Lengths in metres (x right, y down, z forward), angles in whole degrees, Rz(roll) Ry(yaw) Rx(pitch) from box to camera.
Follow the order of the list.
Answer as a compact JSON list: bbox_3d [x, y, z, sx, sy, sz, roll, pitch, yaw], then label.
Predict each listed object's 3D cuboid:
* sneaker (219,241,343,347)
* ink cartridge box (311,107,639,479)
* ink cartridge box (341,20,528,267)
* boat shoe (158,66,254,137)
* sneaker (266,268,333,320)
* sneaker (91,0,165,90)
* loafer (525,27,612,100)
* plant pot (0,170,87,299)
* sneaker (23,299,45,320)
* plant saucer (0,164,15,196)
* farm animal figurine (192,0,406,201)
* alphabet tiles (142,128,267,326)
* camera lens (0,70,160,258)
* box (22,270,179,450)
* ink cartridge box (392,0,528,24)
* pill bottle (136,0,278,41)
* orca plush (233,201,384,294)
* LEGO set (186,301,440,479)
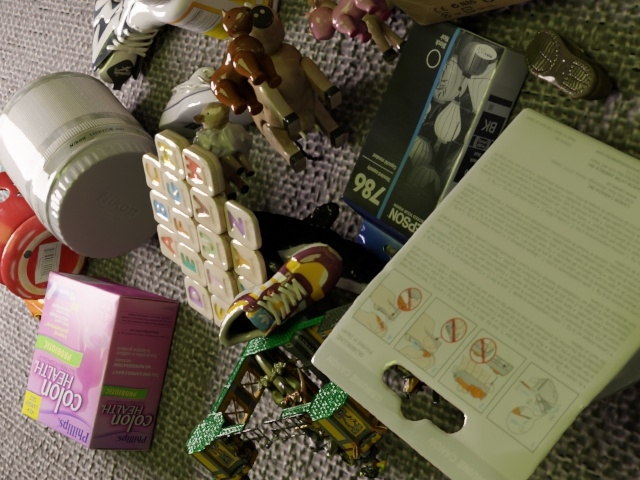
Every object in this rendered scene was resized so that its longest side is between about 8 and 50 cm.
[{"bbox_3d":[-0.048,0.075,1.523,0.185,0.069,0.084,-37,13,30],"label":"sneaker"},{"bbox_3d":[0.218,0.070,1.300,0.385,0.091,0.308,-49,47,-6],"label":"ink cartridge box"},{"bbox_3d":[0.130,-0.107,1.558,0.165,0.065,0.332,33,108,44],"label":"ink cartridge box"},{"bbox_3d":[-0.164,-0.214,1.852,0.267,0.096,0.088,169,113,-66],"label":"boat shoe"},{"bbox_3d":[-0.091,0.076,1.749,0.319,0.112,0.131,45,137,40],"label":"sneaker"},{"bbox_3d":[-0.309,-0.324,2.039,0.235,0.094,0.153,6,88,47],"label":"sneaker"},{"bbox_3d":[0.284,-0.197,1.423,0.056,0.050,0.148,-55,33,20],"label":"loafer"},{"bbox_3d":[-0.501,-0.003,2.122,0.174,0.191,0.191,33,107,35],"label":"plant pot"},{"bbox_3d":[-0.506,0.104,2.195,0.175,0.064,0.067,29,114,48],"label":"sneaker"},{"bbox_3d":[-0.564,-0.138,2.326,0.119,0.021,0.119,-10,76,46],"label":"plant saucer"},{"bbox_3d":[-0.032,-0.241,1.635,0.172,0.330,0.327,51,149,25],"label":"farm animal figurine"},{"bbox_3d":[-0.158,-0.005,1.662,0.278,0.021,0.284,31,138,46],"label":"alphabet tiles"},{"bbox_3d":[-0.382,-0.126,1.986,0.274,0.219,0.219,46,116,41],"label":"camera lens"},{"bbox_3d":[-0.354,0.189,1.977,0.213,0.117,0.243,14,94,47],"label":"box"},{"bbox_3d":[0.204,-0.376,1.469,0.235,0.088,0.193,-7,66,41],"label":"ink cartridge box"},{"bbox_3d":[-0.175,-0.365,1.813,0.117,0.215,0.117,-11,75,45],"label":"pill bottle"},{"bbox_3d":[0.000,0.000,1.612,0.287,0.151,0.102,21,99,45],"label":"orca plush"},{"bbox_3d":[0.021,0.216,1.498,0.331,0.192,0.255,-27,27,35],"label":"LEGO set"}]
